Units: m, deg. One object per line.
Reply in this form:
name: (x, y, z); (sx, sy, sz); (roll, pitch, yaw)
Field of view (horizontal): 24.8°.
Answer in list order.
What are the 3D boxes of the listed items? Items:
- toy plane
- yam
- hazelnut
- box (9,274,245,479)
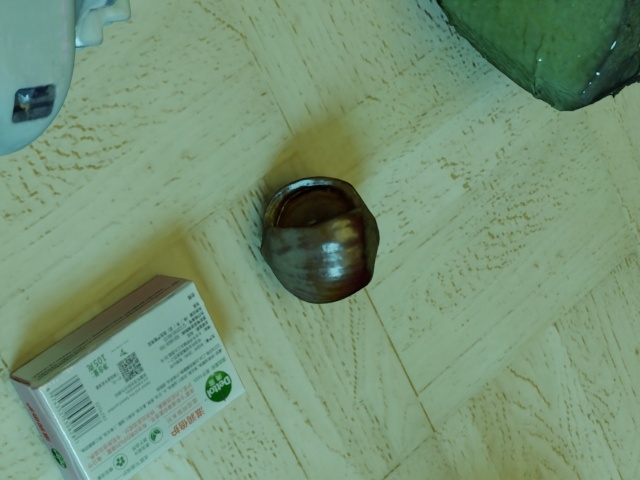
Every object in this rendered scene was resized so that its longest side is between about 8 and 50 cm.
toy plane: (-0.197, -0.167, 0.791); (0.244, 0.117, 0.245); (-10, 102, -54)
yam: (0.219, -0.210, 1.030); (0.271, 0.202, 0.201); (-28, 137, -36)
hazelnut: (0.000, 0.000, 0.974); (0.086, 0.086, 0.086); (-5, 98, -35)
box: (-0.119, 0.090, 0.914); (0.125, 0.043, 0.089); (-34, 113, -28)
